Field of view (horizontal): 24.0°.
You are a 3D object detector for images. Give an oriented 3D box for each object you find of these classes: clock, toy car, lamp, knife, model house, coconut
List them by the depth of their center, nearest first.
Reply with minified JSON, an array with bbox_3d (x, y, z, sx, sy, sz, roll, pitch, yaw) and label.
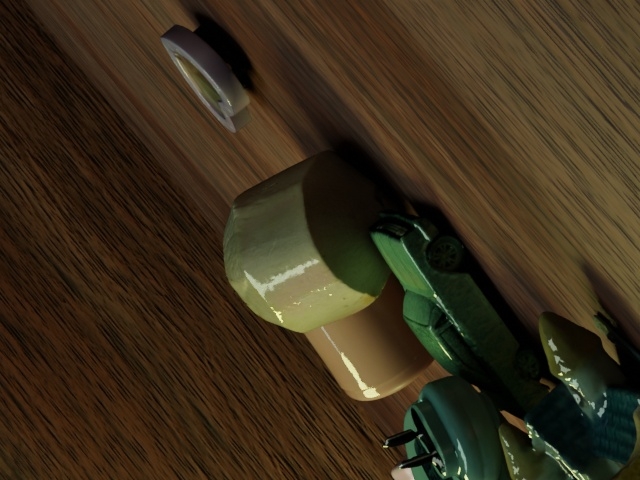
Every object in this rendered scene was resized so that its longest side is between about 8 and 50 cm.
[{"bbox_3d":[0.308,0.109,1.515,0.096,0.010,0.027,44,169,34],"label":"knife"},{"bbox_3d":[0.286,0.224,1.518,0.325,0.194,0.267,54,171,-7],"label":"model house"},{"bbox_3d":[0.175,0.271,1.855,0.209,0.147,0.284,59,-179,34],"label":"lamp"},{"bbox_3d":[0.173,0.103,1.860,0.320,0.097,0.141,53,170,-16],"label":"toy car"},{"bbox_3d":[-0.002,0.001,1.954,0.241,0.241,0.241,49,171,11],"label":"coconut"},{"bbox_3d":[-0.156,-0.248,2.170,0.172,0.064,0.198,49,171,9],"label":"clock"}]

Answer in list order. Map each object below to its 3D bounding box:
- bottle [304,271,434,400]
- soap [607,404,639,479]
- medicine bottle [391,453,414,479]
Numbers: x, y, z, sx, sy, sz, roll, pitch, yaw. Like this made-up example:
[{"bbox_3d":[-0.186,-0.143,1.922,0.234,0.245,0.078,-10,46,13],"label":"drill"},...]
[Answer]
[{"bbox_3d":[0.048,0.069,2.175,0.206,0.173,0.297,-14,116,45],"label":"bottle"},{"bbox_3d":[0.384,0.244,1.196,0.304,0.169,0.338,40,169,7],"label":"soap"},{"bbox_3d":[0.268,0.428,2.425,0.290,0.178,0.178,50,171,4],"label":"medicine bottle"}]
